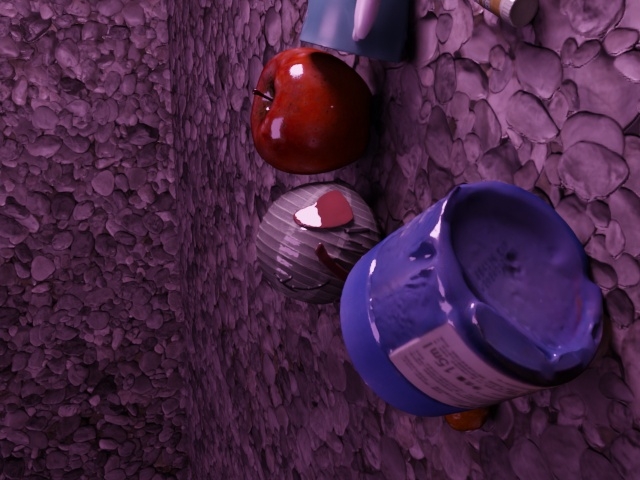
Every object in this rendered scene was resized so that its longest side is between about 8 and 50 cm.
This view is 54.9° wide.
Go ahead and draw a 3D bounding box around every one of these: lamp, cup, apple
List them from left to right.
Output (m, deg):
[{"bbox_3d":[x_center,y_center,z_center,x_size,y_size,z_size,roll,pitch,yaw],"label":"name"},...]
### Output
[{"bbox_3d":[-0.018,-0.229,1.099,0.234,0.233,0.234,26,120,59],"label":"apple"},{"bbox_3d":[0.000,0.000,1.104,0.233,0.265,0.233,-1,88,24],"label":"lamp"},{"bbox_3d":[0.064,-0.382,0.968,0.300,0.167,0.173,-96,17,-71],"label":"cup"}]

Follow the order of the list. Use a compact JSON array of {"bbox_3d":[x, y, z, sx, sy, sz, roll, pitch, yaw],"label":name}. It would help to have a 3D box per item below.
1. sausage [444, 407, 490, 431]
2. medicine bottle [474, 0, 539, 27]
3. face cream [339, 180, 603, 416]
[{"bbox_3d":[0.177,0.149,0.967,0.103,0.076,0.302,101,150,-48],"label":"sausage"},{"bbox_3d":[0.230,-0.305,0.774,0.083,0.047,0.047,55,143,42],"label":"medicine bottle"},{"bbox_3d":[0.180,0.076,0.754,0.225,0.248,0.249,-39,62,54],"label":"face cream"}]
